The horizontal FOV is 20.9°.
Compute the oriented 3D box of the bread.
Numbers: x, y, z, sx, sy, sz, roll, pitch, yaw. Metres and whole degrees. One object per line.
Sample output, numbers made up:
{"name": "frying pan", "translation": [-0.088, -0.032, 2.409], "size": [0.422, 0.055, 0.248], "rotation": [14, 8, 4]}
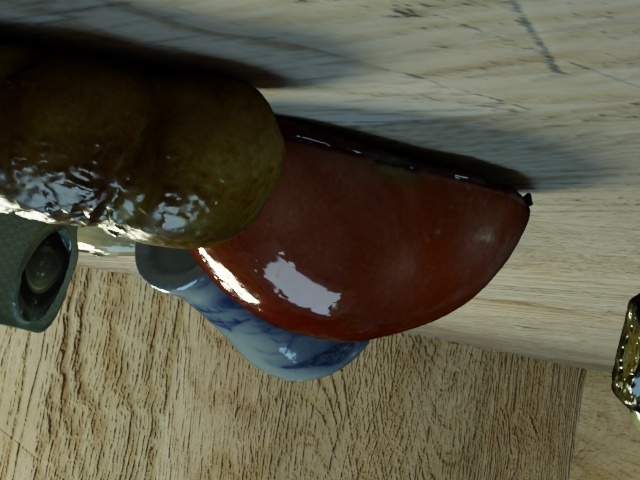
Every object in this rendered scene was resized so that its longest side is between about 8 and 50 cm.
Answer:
{"name": "bread", "translation": [-0.185, -0.059, 0.824], "size": [0.344, 0.084, 0.124], "rotation": [10, 175, 6]}

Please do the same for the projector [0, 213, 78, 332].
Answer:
{"name": "projector", "translation": [-0.316, -0.020, 1.311], "size": [0.198, 0.108, 0.250], "rotation": [21, 177, 17]}

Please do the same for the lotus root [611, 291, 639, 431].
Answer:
{"name": "lotus root", "translation": [0.360, 0.104, 1.227], "size": [0.309, 0.173, 0.173], "rotation": [4, 176, -7]}

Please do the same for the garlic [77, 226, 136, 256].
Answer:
{"name": "garlic", "translation": [-0.184, -0.019, 1.509], "size": [0.084, 0.066, 0.152], "rotation": [-21, -158, -39]}

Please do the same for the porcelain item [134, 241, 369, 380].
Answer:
{"name": "porcelain item", "translation": [-0.045, 0.038, 1.460], "size": [0.141, 0.141, 0.259], "rotation": [7, 167, 37]}

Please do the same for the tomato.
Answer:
{"name": "tomato", "translation": [0.000, 0.000, 1.001], "size": [0.228, 0.112, 0.199], "rotation": [15, 176, -16]}
